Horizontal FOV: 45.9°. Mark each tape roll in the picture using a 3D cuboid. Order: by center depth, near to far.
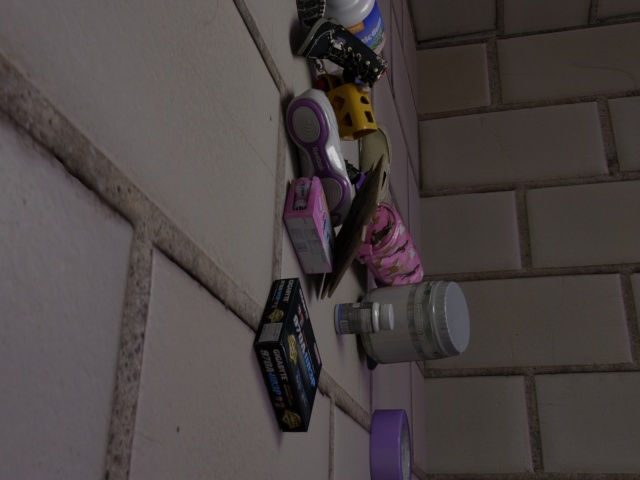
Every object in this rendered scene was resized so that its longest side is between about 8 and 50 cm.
[{"bbox_3d":[0.217,0.654,2.297,0.275,0.090,0.275,-3,90,-76],"label":"tape roll"}]

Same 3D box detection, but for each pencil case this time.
[{"bbox_3d":[0.191,0.037,2.168,0.160,0.167,0.386,67,8,28],"label":"pencil case"}]

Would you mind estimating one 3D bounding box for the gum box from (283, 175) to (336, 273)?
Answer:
[{"bbox_3d":[-0.020,-0.032,1.539,0.188,0.062,0.107,72,19,-47],"label":"gum box"}]

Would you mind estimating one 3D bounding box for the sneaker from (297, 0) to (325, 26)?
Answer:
[{"bbox_3d":[-0.020,-0.564,1.698,0.073,0.063,0.162,-56,142,-76],"label":"sneaker"}]

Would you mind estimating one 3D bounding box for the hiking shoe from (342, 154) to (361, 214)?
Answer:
[{"bbox_3d":[0.036,-0.163,1.701,0.086,0.114,0.227,11,76,-78],"label":"hiking shoe"}]

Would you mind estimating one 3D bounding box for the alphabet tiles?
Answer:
[{"bbox_3d":[0.074,-0.032,1.701,0.342,0.011,0.285,-76,-168,-56],"label":"alphabet tiles"}]

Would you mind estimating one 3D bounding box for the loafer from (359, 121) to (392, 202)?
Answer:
[{"bbox_3d":[0.172,-0.234,2.334,0.092,0.102,0.269,-34,120,-82],"label":"loafer"}]

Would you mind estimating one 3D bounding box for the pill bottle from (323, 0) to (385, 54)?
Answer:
[{"bbox_3d":[0.069,-0.570,1.876,0.272,0.152,0.152,50,38,-68],"label":"pill bottle"}]

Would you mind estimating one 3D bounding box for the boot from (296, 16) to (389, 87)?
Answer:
[{"bbox_3d":[0.056,-0.415,1.690,0.085,0.178,0.236,-52,179,28],"label":"boot"}]

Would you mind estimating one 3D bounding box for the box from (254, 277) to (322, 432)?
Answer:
[{"bbox_3d":[-0.053,0.206,1.354,0.175,0.051,0.220,-75,157,-54],"label":"box"}]

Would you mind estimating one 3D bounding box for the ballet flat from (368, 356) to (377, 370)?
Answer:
[{"bbox_3d":[0.179,0.291,2.283,0.074,0.074,0.203,61,28,-61],"label":"ballet flat"}]

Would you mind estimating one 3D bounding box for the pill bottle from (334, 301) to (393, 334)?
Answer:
[{"bbox_3d":[0.108,0.191,1.857,0.078,0.137,0.078,-4,90,-77],"label":"pill bottle"}]

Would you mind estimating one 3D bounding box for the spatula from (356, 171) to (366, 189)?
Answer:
[{"bbox_3d":[0.139,-0.060,2.287,0.084,0.030,0.296,-33,121,-61],"label":"spatula"}]

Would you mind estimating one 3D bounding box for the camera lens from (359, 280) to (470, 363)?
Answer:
[{"bbox_3d":[0.258,0.230,2.126,0.219,0.274,0.219,29,55,-55],"label":"camera lens"}]

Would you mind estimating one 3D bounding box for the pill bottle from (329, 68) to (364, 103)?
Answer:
[{"bbox_3d":[0.071,-0.348,1.947,0.094,0.094,0.169,16,71,-76],"label":"pill bottle"}]

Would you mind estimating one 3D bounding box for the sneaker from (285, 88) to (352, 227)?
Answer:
[{"bbox_3d":[0.012,-0.176,1.602,0.152,0.114,0.305,-66,150,-61],"label":"sneaker"}]

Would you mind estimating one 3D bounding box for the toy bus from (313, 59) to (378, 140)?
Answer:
[{"bbox_3d":[0.066,-0.335,1.781,0.202,0.104,0.191,46,42,-33],"label":"toy bus"}]
